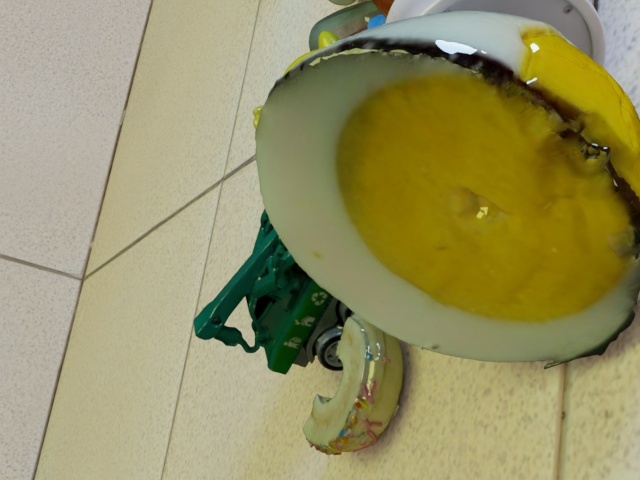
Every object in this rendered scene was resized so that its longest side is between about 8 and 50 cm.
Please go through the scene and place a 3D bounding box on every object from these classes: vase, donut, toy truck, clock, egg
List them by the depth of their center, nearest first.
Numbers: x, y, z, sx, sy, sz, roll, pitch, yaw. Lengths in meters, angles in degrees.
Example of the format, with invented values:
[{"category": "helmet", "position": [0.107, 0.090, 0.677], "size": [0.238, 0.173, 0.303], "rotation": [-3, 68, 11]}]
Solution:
[{"category": "egg", "position": [0.129, -0.064, 0.820], "size": [0.337, 0.337, 0.201], "rotation": [-45, 7, 46]}, {"category": "clock", "position": [0.159, -0.175, 0.904], "size": [0.197, 0.197, 0.068], "rotation": [-53, 29, 36]}, {"category": "donut", "position": [0.045, 0.170, 1.068], "size": [0.166, 0.065, 0.108], "rotation": [-66, 25, 10]}, {"category": "toy truck", "position": [0.007, 0.001, 1.139], "size": [0.363, 0.178, 0.176], "rotation": [-58, 27, 22]}, {"category": "vase", "position": [0.073, -0.297, 1.328], "size": [0.214, 0.086, 0.086], "rotation": [-16, 59, 57]}]

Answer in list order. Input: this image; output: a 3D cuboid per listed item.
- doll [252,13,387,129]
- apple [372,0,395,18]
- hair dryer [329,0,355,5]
[{"category": "doll", "position": [0.050, -0.182, 1.251], "size": [0.363, 0.145, 0.199], "rotation": [-22, 93, 49]}, {"category": "apple", "position": [0.161, -0.294, 0.974], "size": [0.235, 0.210, 0.173], "rotation": [-38, 58, 15]}, {"category": "hair dryer", "position": [0.082, -0.478, 1.470], "size": [0.131, 0.073, 0.236], "rotation": [-24, 43, 57]}]
